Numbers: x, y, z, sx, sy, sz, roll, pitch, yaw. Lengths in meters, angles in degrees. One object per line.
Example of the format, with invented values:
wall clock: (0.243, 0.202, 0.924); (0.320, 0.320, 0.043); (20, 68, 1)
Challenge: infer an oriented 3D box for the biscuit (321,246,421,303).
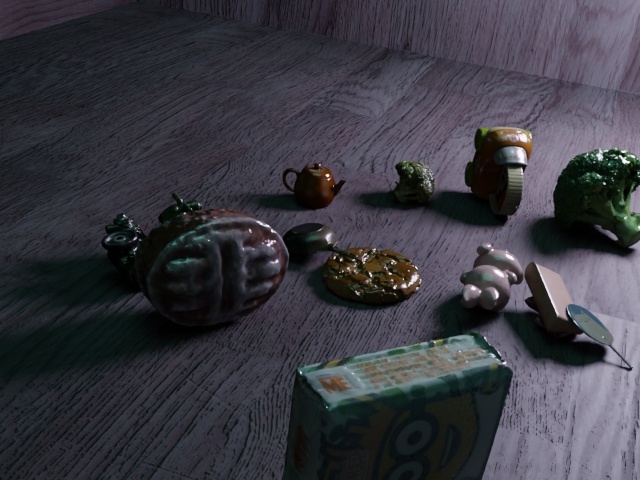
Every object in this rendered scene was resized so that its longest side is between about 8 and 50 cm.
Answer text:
biscuit: (0.110, 0.070, 1.893); (0.226, 0.042, 0.226); (5, 27, -2)

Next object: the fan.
fan: (0.556, 0.189, 1.733); (0.113, 0.005, 0.175); (1, 41, -48)

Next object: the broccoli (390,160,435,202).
broccoli: (0.243, -0.152, 2.309); (0.120, 0.130, 0.131); (-37, 54, -5)

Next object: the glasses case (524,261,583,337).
glasses case: (0.484, 0.139, 1.815); (0.103, 0.070, 0.193); (24, 30, -20)

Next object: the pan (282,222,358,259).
pan: (0.007, -0.006, 1.958); (0.202, 0.048, 0.128); (2, 21, 23)

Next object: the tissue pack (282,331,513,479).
tissue pack: (0.108, 0.271, 1.269); (0.311, 0.227, 0.128); (-7, 30, -27)

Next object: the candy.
candy: (-0.210, 0.047, 1.668); (0.290, 0.214, 0.157); (-10, 25, -31)

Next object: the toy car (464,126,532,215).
toy car: (0.485, -0.172, 2.301); (0.145, 0.235, 0.235); (2, 26, -8)

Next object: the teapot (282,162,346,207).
teapot: (-0.017, -0.149, 2.233); (0.173, 0.116, 0.116); (14, 27, 16)

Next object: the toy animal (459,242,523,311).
toy animal: (0.342, 0.104, 1.823); (0.124, 0.124, 0.212); (17, 37, 20)

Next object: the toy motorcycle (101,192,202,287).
toy motorcycle: (-0.327, 0.002, 1.834); (0.275, 0.127, 0.205); (-12, 29, -28)

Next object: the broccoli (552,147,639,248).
broccoli: (0.715, -0.104, 2.215); (0.270, 0.270, 0.270); (-15, 65, -37)
